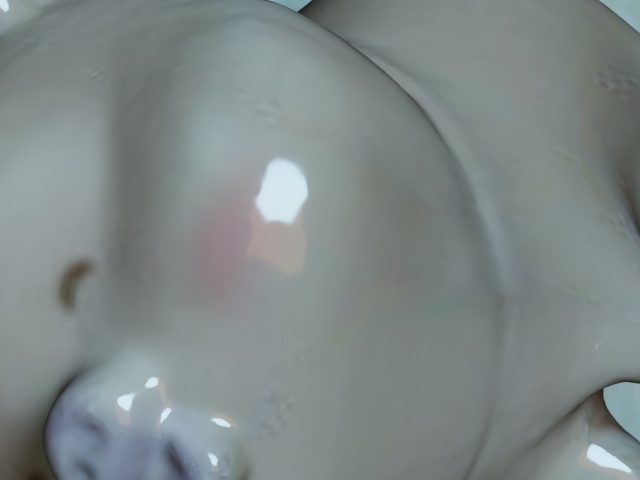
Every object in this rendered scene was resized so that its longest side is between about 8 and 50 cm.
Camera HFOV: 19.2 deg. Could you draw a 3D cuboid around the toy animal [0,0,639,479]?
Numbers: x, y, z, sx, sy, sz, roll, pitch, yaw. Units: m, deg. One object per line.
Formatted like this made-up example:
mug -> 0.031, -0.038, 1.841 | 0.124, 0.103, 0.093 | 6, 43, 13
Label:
toy animal -> 0.000, 0.000, 0.636 | 0.269, 0.326, 0.237 | 16, 117, 11
